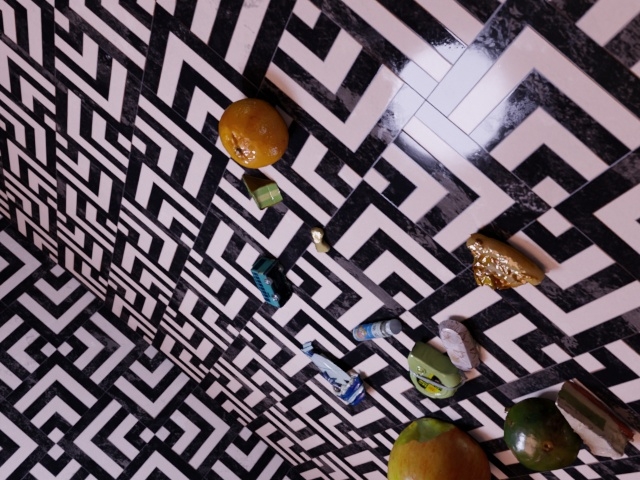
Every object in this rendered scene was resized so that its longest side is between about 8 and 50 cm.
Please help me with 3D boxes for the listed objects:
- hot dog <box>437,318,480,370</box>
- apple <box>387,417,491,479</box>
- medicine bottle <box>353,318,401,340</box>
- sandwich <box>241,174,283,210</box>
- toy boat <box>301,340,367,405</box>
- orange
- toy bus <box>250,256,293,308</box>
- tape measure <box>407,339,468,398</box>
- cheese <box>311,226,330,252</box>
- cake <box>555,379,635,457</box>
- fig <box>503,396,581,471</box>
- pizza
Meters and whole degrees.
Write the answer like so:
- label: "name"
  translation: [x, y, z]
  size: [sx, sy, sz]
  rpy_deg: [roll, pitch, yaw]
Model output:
- label: "hot dog"
  translation: [0.379, 0.285, 1.848]
  size: [0.099, 0.053, 0.192]
  rpy_deg: [8, 139, 44]
- label: "apple"
  translation: [0.376, 0.764, 2.212]
  size: [0.340, 0.339, 0.339]
  rpy_deg: [28, 147, 21]
- label: "medicine bottle"
  translation: [0.170, 0.272, 2.061]
  size: [0.051, 0.051, 0.191]
  rpy_deg: [49, 147, -13]
- label: "sandwich"
  translation: [-0.167, -0.151, 1.943]
  size: [0.116, 0.074, 0.074]
  rpy_deg: [56, 170, 51]
- label: "toy boat"
  translation: [0.048, 0.491, 2.461]
  size: [0.292, 0.070, 0.210]
  rpy_deg: [29, 143, 25]
- label: "orange"
  translation: [-0.165, -0.261, 1.668]
  size: [0.177, 0.155, 0.177]
  rpy_deg: [41, 152, 27]
- label: "toy bus"
  translation: [-0.160, 0.138, 2.227]
  size: [0.092, 0.079, 0.160]
  rpy_deg: [13, 138, 38]
- label: "tape measure"
  translation: [0.335, 0.389, 1.990]
  size: [0.178, 0.087, 0.154]
  rpy_deg: [29, 135, 16]
- label: "cheese"
  translation: [0.000, 0.000, 1.928]
  size: [0.044, 0.030, 0.083]
  rpy_deg: [-1, 128, 20]
- label: "cake"
  translation: [0.686, 0.448, 1.680]
  size: [0.117, 0.086, 0.220]
  rpy_deg: [-6, 126, 51]
- label: "fig"
  translation: [0.574, 0.496, 1.812]
  size: [0.195, 0.195, 0.245]
  rpy_deg: [51, -176, -16]
- label: "pizza"
  translation: [0.395, 0.060, 1.540]
  size: [0.182, 0.062, 0.161]
  rpy_deg: [37, 150, 3]
